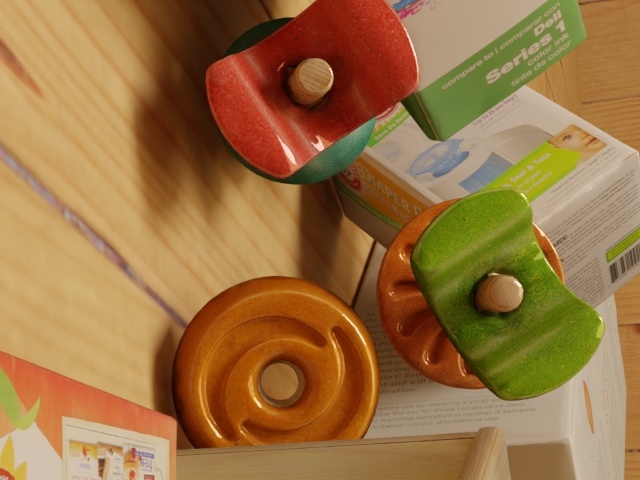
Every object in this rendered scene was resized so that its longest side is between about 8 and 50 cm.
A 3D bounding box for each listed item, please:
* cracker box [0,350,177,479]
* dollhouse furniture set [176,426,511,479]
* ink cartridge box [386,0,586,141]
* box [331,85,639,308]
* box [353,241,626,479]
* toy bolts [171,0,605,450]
[{"bbox_3d":[-0.103,0.155,0.399,0.156,0.067,0.232,43,43,-65],"label":"cracker box"},{"bbox_3d":[0.009,0.216,0.584,0.212,0.161,0.242,-46,128,-69],"label":"dollhouse furniture set"},{"bbox_3d":[0.024,-0.212,0.733,0.201,0.117,0.278,56,2,30],"label":"ink cartridge box"},{"bbox_3d":[0.101,-0.036,0.896,0.203,0.114,0.103,40,-20,43],"label":"box"},{"bbox_3d":[0.124,0.128,0.996,0.345,0.168,0.215,-67,146,-58],"label":"box"},{"bbox_3d":[0.000,0.000,0.719,0.228,0.218,0.158,62,-8,-2],"label":"toy bolts"}]
